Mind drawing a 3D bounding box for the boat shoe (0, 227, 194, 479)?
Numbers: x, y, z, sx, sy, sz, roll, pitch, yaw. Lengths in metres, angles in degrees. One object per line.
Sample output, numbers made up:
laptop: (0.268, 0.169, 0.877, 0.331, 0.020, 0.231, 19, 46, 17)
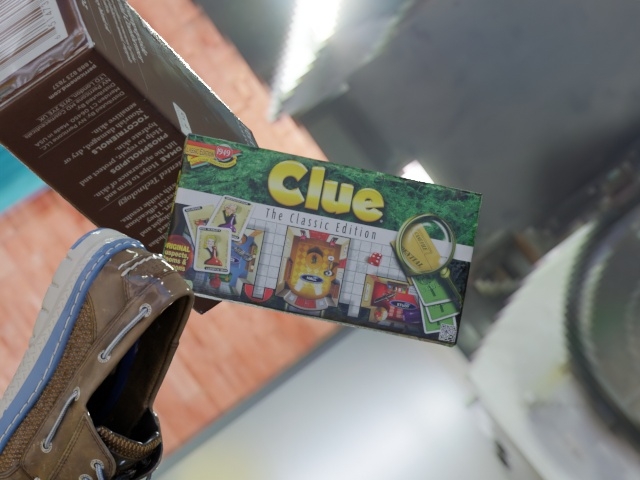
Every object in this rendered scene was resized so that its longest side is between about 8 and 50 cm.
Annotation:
boat shoe: (-0.111, 0.089, 0.909, 0.066, 0.066, 0.183, 26, -75, 31)

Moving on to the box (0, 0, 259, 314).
box: (-0.188, -0.109, 1.908, 0.381, 0.143, 0.191, 47, 15, -48)

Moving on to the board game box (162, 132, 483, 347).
board game box: (0.000, 0.000, 1.666, 0.259, 0.136, 0.030, 11, -11, -4)
